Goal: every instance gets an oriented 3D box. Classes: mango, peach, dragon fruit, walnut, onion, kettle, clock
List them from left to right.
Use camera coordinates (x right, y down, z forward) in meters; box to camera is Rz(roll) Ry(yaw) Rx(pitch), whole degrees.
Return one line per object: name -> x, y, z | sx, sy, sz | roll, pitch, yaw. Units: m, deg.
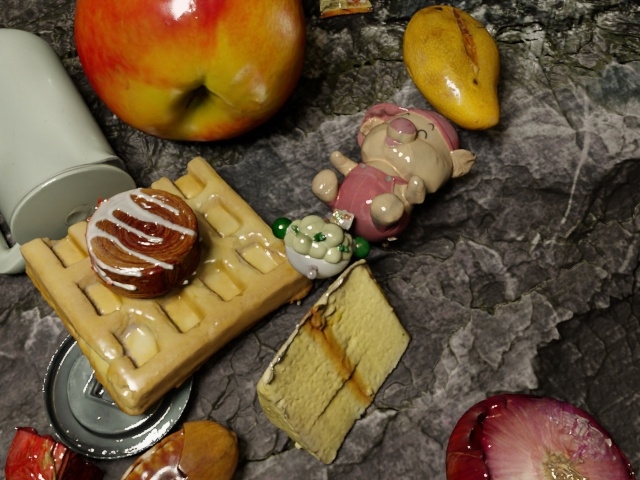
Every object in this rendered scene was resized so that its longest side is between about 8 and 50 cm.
kettle -> -0.479, -0.143, 0.917 | 0.265, 0.205, 0.318 | -32, 71, -16
dragon fruit -> -0.366, 0.315, 0.731 | 0.120, 0.161, 0.127 | 14, 55, 5
clock -> -0.290, 0.208, 0.837 | 0.214, 0.042, 0.215 | 0, 65, 0
walnut -> -0.194, 0.322, 0.747 | 0.207, 0.116, 0.116 | -42, 72, -16
peach -> -0.206, -0.353, 0.930 | 0.387, 0.388, 0.389 | 0, 65, 0
mango -> 0.234, -0.315, 0.999 | 0.177, 0.120, 0.295 | 11, 42, -19
onion -> 0.273, 0.308, 0.724 | 0.247, 0.161, 0.248 | 4, 68, -9

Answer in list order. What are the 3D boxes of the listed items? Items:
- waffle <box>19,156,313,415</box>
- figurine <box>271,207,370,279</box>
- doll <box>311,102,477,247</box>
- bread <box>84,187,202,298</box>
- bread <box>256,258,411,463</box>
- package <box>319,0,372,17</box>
waffle -> -0.219, 0.047, 0.864 | 0.348, 0.078, 0.304 | -35, 67, -27
figurine -> 0.000, -0.001, 0.839 | 0.147, 0.197, 0.094 | 14, 104, 0
doll -> 0.119, -0.119, 0.929 | 0.196, 0.152, 0.256 | 41, 67, 3
bread -> -0.248, 0.002, 0.800 | 0.160, 0.073, 0.161 | 4, 57, -6
bread -> 0.025, 0.162, 0.783 | 0.135, 0.178, 0.240 | 34, 68, 16
package -> 0.042, -0.512, 1.176 | 0.107, 0.031, 0.121 | -9, 67, -5
